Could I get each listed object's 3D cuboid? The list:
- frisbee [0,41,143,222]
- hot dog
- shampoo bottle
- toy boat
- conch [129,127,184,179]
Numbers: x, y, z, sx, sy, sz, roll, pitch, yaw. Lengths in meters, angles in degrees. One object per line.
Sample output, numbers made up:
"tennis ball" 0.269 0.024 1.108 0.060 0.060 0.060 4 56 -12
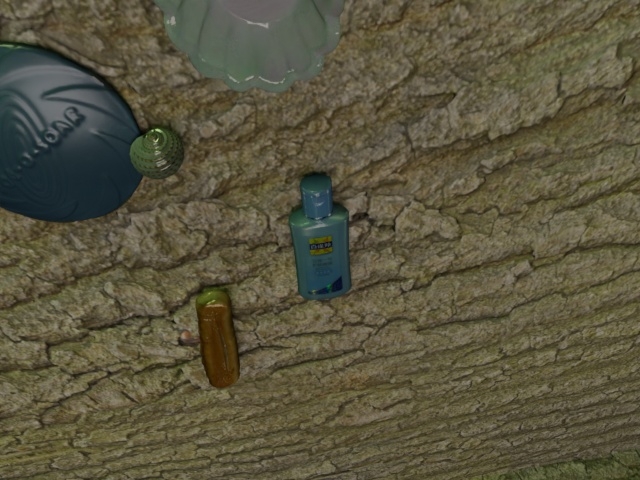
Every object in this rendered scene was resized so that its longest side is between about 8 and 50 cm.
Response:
"frisbee" -0.393 -0.126 0.690 0.289 0.049 0.290 -5 134 -5
"hot dog" -0.208 0.206 1.029 0.087 0.061 0.286 -2 132 -12
"shampoo bottle" 0.000 0.000 0.867 0.103 0.061 0.259 -8 134 -3
"toy boat" -0.082 -0.290 0.527 0.199 0.100 0.290 -10 152 6
"conch" -0.230 -0.117 0.714 0.076 0.057 0.085 -30 137 -10
